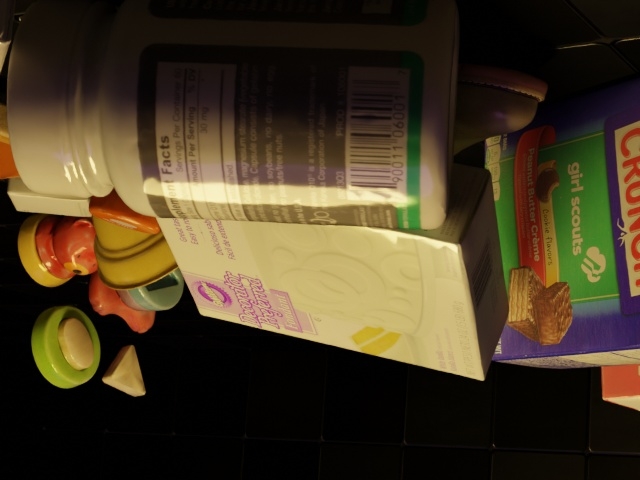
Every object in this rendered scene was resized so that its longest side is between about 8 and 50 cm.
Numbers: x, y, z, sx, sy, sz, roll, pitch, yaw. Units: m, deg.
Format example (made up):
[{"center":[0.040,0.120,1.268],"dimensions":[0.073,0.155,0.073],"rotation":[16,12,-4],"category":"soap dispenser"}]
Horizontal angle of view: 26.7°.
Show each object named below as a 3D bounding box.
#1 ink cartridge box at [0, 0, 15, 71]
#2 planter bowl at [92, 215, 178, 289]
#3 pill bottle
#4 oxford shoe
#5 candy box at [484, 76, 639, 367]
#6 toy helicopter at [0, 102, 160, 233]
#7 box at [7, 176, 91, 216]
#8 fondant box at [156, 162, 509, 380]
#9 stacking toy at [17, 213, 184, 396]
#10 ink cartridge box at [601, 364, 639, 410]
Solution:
[{"center":[-0.352,-0.191,1.164],"dimensions":[0.160,0.093,0.219],"rotation":[8,168,-18],"category":"ink cartridge box"},{"center":[-0.218,-0.049,1.681],"dimensions":[0.217,0.217,0.090],"rotation":[-6,134,41],"category":"planter bowl"},{"center":[-0.066,-0.117,1.152],"dimensions":[0.361,0.204,0.204],"rotation":[3,169,7],"category":"pill bottle"},{"center":[0.085,-0.085,1.390],"dimensions":[0.140,0.147,0.397],"rotation":[12,166,-29],"category":"oxford shoe"},{"center":[0.308,-0.012,1.366],"dimensions":[0.122,0.268,0.317],"rotation":[8,168,-34],"category":"candy box"},{"center":[-0.326,-0.122,1.516],"dimensions":[0.355,0.140,0.235],"rotation":[20,173,-19],"category":"toy helicopter"},{"center":[-0.336,-0.084,1.701],"dimensions":[0.102,0.087,0.101],"rotation":[6,169,-6],"category":"box"},{"center":[0.011,0.008,1.344],"dimensions":[0.330,0.096,0.238],"rotation":[12,147,22],"category":"fondant box"},{"center":[-0.329,0.097,2.167],"dimensions":[0.130,0.280,0.309],"rotation":[-16,158,31],"category":"stacking toy"},{"center":[0.435,0.068,1.681],"dimensions":[0.117,0.283,0.207],"rotation":[-8,164,33],"category":"ink cartridge box"}]
